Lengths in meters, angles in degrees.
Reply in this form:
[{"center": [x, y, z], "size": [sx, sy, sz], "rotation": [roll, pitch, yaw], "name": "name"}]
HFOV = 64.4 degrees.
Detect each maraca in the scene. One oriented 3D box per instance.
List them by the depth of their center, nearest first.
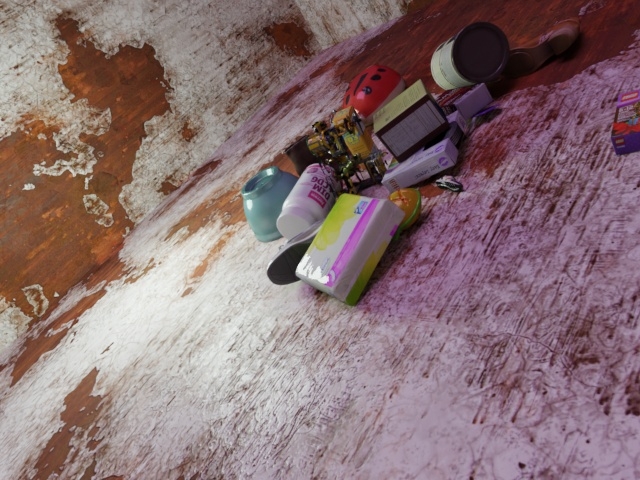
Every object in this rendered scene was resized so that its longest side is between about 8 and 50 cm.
[{"center": [0.224, -0.071, 1.473], "size": [0.186, 0.099, 0.127], "rotation": [-58, 28, -3], "name": "maraca"}]

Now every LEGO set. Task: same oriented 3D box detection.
[{"center": [0.118, -0.280, 1.724], "size": [0.192, 0.332, 0.255], "rotation": [-19, 11, 27], "name": "LEGO set"}]

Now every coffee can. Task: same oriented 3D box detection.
[{"center": [0.537, -0.662, 1.861], "size": [0.201, 0.202, 0.275], "rotation": [-34, 10, 3], "name": "coffee can"}]

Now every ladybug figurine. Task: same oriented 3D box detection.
[{"center": [0.232, -0.680, 2.360], "size": [0.305, 0.162, 0.449], "rotation": [-18, 32, 31], "name": "ladybug figurine"}]

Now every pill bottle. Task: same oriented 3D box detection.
[{"center": [-0.037, -0.130, 1.792], "size": [0.160, 0.160, 0.283], "rotation": [-13, 35, 37], "name": "pill bottle"}]

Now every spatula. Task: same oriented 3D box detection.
[{"center": [0.492, -0.369, 1.701], "size": [0.296, 0.030, 0.084], "rotation": [-46, 15, -12], "name": "spatula"}]

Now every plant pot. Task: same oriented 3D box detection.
[{"center": [-0.185, -0.162, 1.977], "size": [0.293, 0.196, 0.293], "rotation": [-27, 29, 16], "name": "plant pot"}]

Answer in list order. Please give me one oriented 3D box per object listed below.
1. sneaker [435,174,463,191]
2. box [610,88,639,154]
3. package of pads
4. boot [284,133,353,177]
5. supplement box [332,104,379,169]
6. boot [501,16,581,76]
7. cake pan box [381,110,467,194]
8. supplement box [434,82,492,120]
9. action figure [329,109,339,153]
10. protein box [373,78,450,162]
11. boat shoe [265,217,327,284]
[{"center": [0.387, -0.173, 1.505], "size": [0.043, 0.040, 0.109], "rotation": [-39, 27, -10], "name": "sneaker"}, {"center": [0.843, -0.306, 1.168], "size": [0.293, 0.057, 0.201], "rotation": [-8, 37, 42], "name": "box"}, {"center": [0.074, 0.014, 1.426], "size": [0.297, 0.101, 0.229], "rotation": [-59, 31, -9], "name": "package of pads"}, {"center": [0.006, -0.335, 2.019], "size": [0.248, 0.207, 0.090], "rotation": [-30, 27, 11], "name": "boot"}, {"center": [0.139, -0.384, 1.913], "size": [0.078, 0.233, 0.080], "rotation": [-17, 32, 32], "name": "supplement box"}, {"center": [0.786, -0.704, 1.832], "size": [0.283, 0.109, 0.220], "rotation": [-23, 20, 47], "name": "boot"}, {"center": [0.346, -0.288, 1.666], "size": [0.266, 0.070, 0.246], "rotation": [-24, 30, 43], "name": "cake pan box"}, {"center": [0.487, -0.488, 1.823], "size": [0.130, 0.073, 0.239], "rotation": [-38, 18, -7], "name": "supplement box"}, {"center": [0.058, -0.422, 2.177], "size": [0.185, 0.099, 0.285], "rotation": [3, 64, 46], "name": "action figure"}, {"center": [0.295, -0.396, 1.683], "size": [0.201, 0.136, 0.200], "rotation": [-35, 22, 21], "name": "protein box"}, {"center": [-0.043, 0.025, 1.612], "size": [0.320, 0.118, 0.103], "rotation": [-40, 21, -17], "name": "boat shoe"}]
